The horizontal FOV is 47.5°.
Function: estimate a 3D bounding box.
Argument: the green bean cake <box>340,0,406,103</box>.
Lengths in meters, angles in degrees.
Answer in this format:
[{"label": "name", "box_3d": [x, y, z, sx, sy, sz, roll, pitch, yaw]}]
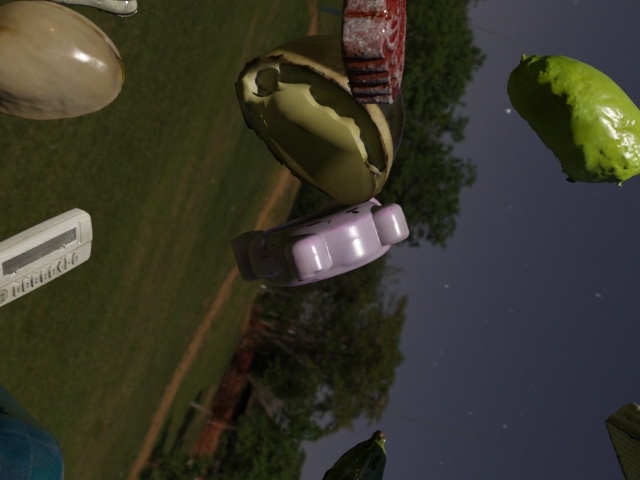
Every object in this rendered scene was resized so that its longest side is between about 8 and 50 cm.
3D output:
[{"label": "green bean cake", "box_3d": [0.059, -0.224, 0.754, 0.135, 0.056, 0.135, 63, 34, -70]}]

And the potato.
[{"label": "potato", "box_3d": [0.026, -0.217, 1.171, 0.242, 0.285, 0.242, -53, 170, -14]}]

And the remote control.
[{"label": "remote control", "box_3d": [-0.418, 0.031, 1.011, 0.230, 0.049, 0.090, -35, 144, -48]}]

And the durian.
[{"label": "durian", "box_3d": [0.548, -0.262, 1.571, 0.204, 0.340, 0.256, -50, -159, -5]}]

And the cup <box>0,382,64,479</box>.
[{"label": "cup", "box_3d": [-0.309, 0.216, 0.401, 0.292, 0.242, 0.307, 22, -75, 42]}]

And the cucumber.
[{"label": "cucumber", "box_3d": [0.002, 0.281, 0.706, 0.227, 0.069, 0.069, -51, 175, -27]}]

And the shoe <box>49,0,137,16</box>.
[{"label": "shoe", "box_3d": [-0.418, -0.457, 1.284, 0.074, 0.195, 0.077, -103, -152, -52]}]

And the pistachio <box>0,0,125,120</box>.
[{"label": "pistachio", "box_3d": [-0.257, -0.165, 0.674, 0.113, 0.149, 0.113, -164, -90, -82]}]

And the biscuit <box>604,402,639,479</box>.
[{"label": "biscuit", "box_3d": [0.278, 0.220, 0.518, 0.041, 0.199, 0.121, -29, -161, -13]}]

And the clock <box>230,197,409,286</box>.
[{"label": "clock", "box_3d": [0.000, 0.000, 1.422, 0.322, 0.296, 0.113, -2, -72, 67]}]
